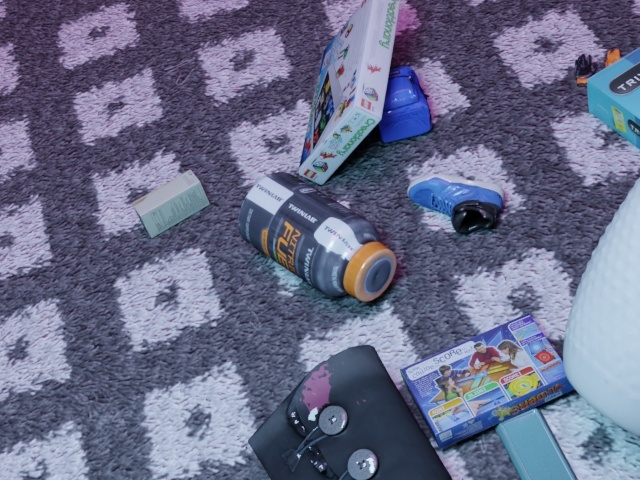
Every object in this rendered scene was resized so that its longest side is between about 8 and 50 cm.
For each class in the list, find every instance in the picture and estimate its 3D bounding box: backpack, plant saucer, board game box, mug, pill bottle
[{"bbox_3d":[0.131,-0.240,2.047,0.098,0.101,0.120,-10,44,-1],"label":"backpack"},{"bbox_3d":[0.291,0.298,1.580,0.067,0.018,0.192,-22,48,-2],"label":"plant saucer"},{"bbox_3d":[0.617,-0.203,1.880,0.254,0.079,0.336,-32,49,-12],"label":"board game box"},{"bbox_3d":[0.225,0.189,1.672,0.201,0.035,0.136,-23,40,-4],"label":"board game box"},{"bbox_3d":[0.473,0.098,1.469,0.328,0.276,0.374,-59,31,18],"label":"mug"},{"bbox_3d":[0.000,0.000,1.853,0.130,0.130,0.246,-43,51,-20],"label":"pill bottle"},{"bbox_3d":[0.050,-0.263,2.040,0.053,0.193,0.305,25,49,-17],"label":"board game box"}]

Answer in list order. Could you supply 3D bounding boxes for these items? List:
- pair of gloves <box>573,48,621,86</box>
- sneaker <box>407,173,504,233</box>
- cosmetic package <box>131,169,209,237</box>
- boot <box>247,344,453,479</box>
[{"bbox_3d":[0.465,-0.287,2.047,0.083,0.010,0.074,-6,50,15],"label":"pair of gloves"},{"bbox_3d":[0.202,-0.053,1.887,0.152,0.058,0.084,8,44,15],"label":"sneaker"},{"bbox_3d":[-0.248,-0.061,2.031,0.115,0.060,0.041,-30,47,-12],"label":"cosmetic package"},{"bbox_3d":[0.151,0.297,1.517,0.367,0.146,0.445,-36,46,-1],"label":"boot"}]
